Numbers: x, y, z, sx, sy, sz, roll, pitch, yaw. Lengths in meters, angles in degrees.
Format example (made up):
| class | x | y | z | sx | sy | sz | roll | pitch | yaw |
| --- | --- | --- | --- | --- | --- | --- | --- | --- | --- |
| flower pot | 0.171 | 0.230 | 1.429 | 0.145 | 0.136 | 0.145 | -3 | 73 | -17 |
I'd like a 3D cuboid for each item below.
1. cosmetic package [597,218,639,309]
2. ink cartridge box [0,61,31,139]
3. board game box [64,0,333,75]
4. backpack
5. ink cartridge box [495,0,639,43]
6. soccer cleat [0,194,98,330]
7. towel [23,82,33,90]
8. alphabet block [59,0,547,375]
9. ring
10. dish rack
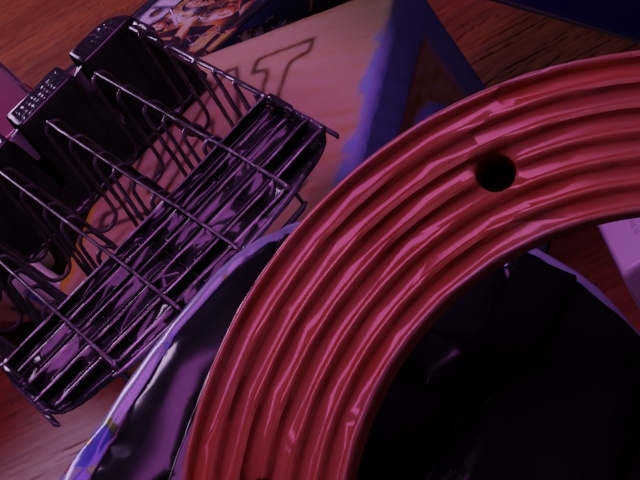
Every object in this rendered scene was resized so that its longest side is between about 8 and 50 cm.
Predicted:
| class | x | y | z | sx | sy | sz | roll | pitch | yaw |
| --- | --- | --- | --- | --- | --- | --- | --- | --- | --- |
| cosmetic package | 0.255 | -0.048 | 0.845 | 0.231 | 0.085 | 0.117 | -30 | 35 | 13 |
| ink cartridge box | -0.337 | -0.031 | 1.316 | 0.275 | 0.060 | 0.239 | -46 | 14 | -6 |
| board game box | -0.090 | -0.176 | 1.339 | 0.243 | 0.042 | 0.165 | -45 | 33 | -24 |
| backpack | 0.005 | 0.163 | 0.666 | 0.290 | 0.273 | 0.355 | 18 | 87 | 13 |
| ink cartridge box | 0.098 | -0.174 | 0.948 | 0.330 | 0.324 | 0.071 | 38 | 113 | 57 |
| soccer cleat | -0.192 | -0.002 | 1.151 | 0.331 | 0.143 | 0.116 | 8 | 62 | 42 |
| towel | -0.303 | -0.030 | 1.424 | 0.237 | 0.037 | 0.329 | -48 | 33 | -10 |
| alphabet block | 0.000 | 0.000 | 0.948 | 0.197 | 0.192 | 0.193 | -15 | 39 | 31 |
| ring | 0.117 | 0.099 | 0.532 | 0.337 | 0.032 | 0.336 | -3 | 75 | 12 |
| dish rack | -0.105 | -0.011 | 0.833 | 0.208 | 0.074 | 0.271 | -48 | 36 | -8 |
